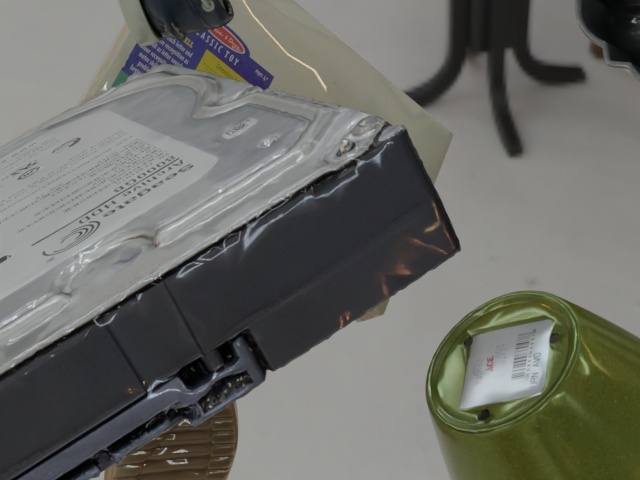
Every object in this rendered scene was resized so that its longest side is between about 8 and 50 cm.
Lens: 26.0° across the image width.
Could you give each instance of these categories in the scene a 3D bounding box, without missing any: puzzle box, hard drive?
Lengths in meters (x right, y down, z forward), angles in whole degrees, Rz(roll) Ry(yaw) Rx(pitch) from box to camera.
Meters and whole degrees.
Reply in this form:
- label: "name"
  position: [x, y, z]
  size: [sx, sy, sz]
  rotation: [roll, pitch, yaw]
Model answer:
- label: "puzzle box"
  position: [-0.048, -0.130, 1.541]
  size: [0.052, 0.409, 0.272]
  rotation: [-23, 36, 51]
- label: "hard drive"
  position: [-0.115, 0.008, 0.624]
  size: [0.237, 0.064, 0.339]
  rotation: [-32, 21, -12]

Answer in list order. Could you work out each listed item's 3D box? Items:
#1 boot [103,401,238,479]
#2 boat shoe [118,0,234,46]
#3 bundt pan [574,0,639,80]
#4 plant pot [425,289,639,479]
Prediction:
- label: "boot"
  position: [-0.122, 0.084, 1.038]
  size: [0.090, 0.248, 0.207]
  rotation: [8, 15, -21]
- label: "boat shoe"
  position: [-0.121, -0.254, 0.940]
  size: [0.079, 0.254, 0.095]
  rotation: [-12, 26, 5]
- label: "bundt pan"
  position: [0.462, -0.305, 1.593]
  size: [0.331, 0.124, 0.331]
  rotation: [-9, 72, 28]
- label: "plant pot"
  position: [0.220, 0.179, 1.145]
  size: [0.275, 0.293, 0.275]
  rotation: [-26, 37, 21]
